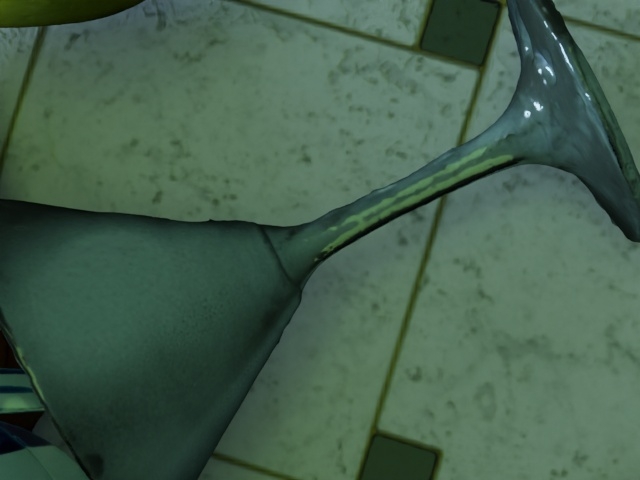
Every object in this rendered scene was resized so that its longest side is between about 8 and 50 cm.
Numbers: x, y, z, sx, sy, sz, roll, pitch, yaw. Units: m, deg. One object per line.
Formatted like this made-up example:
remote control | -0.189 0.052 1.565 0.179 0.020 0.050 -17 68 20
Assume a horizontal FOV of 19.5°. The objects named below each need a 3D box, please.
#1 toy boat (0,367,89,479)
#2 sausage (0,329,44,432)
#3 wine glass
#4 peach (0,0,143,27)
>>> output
toy boat | -0.201 0.222 1.249 0.221 0.067 0.291 -12 63 3
sausage | -0.277 -0.005 1.362 0.102 0.102 0.330 -14 84 6
wine glass | 0.000 0.000 1.259 0.406 0.267 0.267 -27 82 -1
peach | -0.218 -0.288 1.278 0.316 0.314 0.281 -1 101 -32
